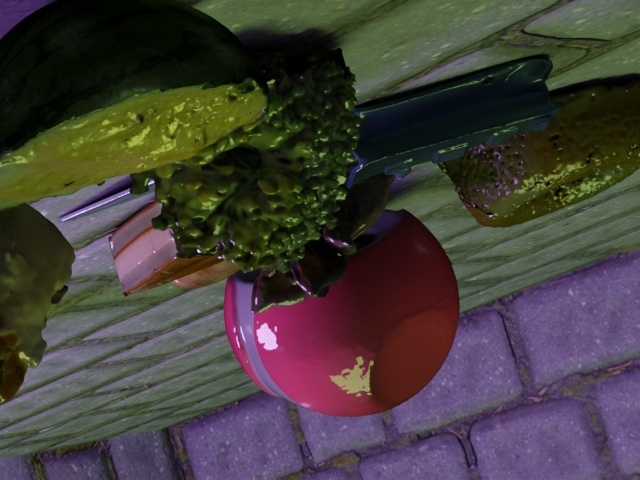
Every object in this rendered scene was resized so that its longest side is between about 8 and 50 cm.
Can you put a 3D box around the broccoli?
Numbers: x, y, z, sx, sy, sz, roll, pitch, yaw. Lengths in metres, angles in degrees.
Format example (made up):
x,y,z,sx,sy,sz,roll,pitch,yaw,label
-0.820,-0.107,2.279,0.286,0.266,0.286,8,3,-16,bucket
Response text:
x,y,z,sx,sy,sz,roll,pitch,yaw,label
-0.085,-0.047,1.554,0.273,0.180,0.242,-17,171,7,broccoli

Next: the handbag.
x,y,z,sx,sy,sz,roll,pitch,yaw,label
0.131,-0.119,1.891,0.229,0.062,0.179,-16,173,-3,handbag

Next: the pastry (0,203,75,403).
x,y,z,sx,sy,sz,roll,pitch,yaw,label
-0.359,0.050,1.592,0.256,0.237,0.170,-9,133,21,pastry

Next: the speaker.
x,y,z,sx,sy,sz,roll,pitch,yaw,label
0.022,0.082,2.276,0.294,0.294,0.294,-16,170,-3,speaker

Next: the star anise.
x,y,z,sx,sy,sz,roll,pitch,yaw,label
-0.008,0.003,2.092,0.197,0.073,0.212,-31,-159,44,star anise

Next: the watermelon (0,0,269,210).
x,y,z,sx,sy,sz,roll,pitch,yaw,label
-0.157,-0.105,1.259,0.232,0.127,0.204,-15,171,-19,watermelon

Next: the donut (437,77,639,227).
x,y,z,sx,sy,sz,roll,pitch,yaw,label
0.277,-0.098,2.118,0.272,0.107,0.272,-18,172,-3,donut

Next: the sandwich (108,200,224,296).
x,y,z,sx,sy,sz,roll,pitch,yaw,label
-0.149,0.001,2.018,0.113,0.079,0.163,-9,167,-31,sandwich

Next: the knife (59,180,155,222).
x,y,z,sx,sy,sz,roll,pitch,yaw,label
-0.148,-0.063,1.812,0.080,0.044,0.331,-18,179,-40,knife

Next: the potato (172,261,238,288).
x,y,z,sx,sy,sz,roll,pitch,yaw,label
-0.110,0.001,2.072,0.170,0.080,0.107,-30,-179,44,potato
